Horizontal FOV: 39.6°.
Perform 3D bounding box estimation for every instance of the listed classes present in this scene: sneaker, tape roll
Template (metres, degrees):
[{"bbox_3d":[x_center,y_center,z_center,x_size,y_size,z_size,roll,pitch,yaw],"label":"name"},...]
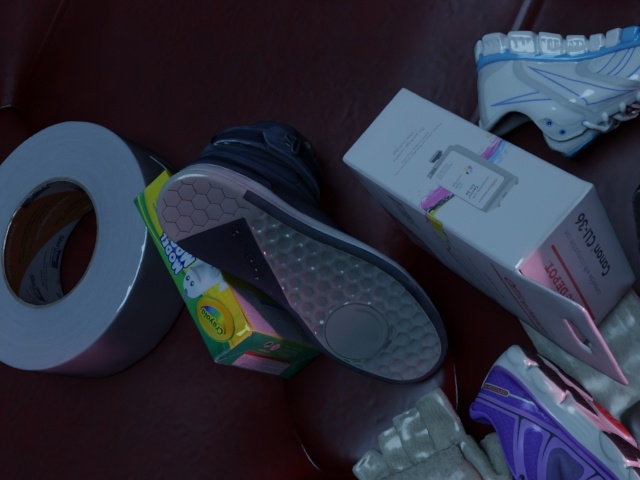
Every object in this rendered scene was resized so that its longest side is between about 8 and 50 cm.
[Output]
[{"bbox_3d":[0.149,0.135,0.502,0.071,0.068,0.170,-55,43,13],"label":"sneaker"},{"bbox_3d":[0.001,-0.002,0.658,0.226,0.163,0.086,37,110,-8],"label":"sneaker"},{"bbox_3d":[0.189,-0.095,0.589,0.190,0.071,0.083,4,85,40],"label":"sneaker"},{"bbox_3d":[-0.215,0.009,0.786,0.219,0.072,0.219,-9,71,28],"label":"tape roll"}]

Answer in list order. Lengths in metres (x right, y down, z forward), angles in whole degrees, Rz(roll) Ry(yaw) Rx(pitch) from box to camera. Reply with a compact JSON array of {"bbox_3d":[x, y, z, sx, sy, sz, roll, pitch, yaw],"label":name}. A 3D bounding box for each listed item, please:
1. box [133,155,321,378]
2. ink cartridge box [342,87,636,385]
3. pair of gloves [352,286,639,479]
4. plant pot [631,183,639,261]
[{"bbox_3d":[-0.076,0.018,0.683,0.043,0.105,0.179,-38,60,15],"label":"box"},{"bbox_3d":[0.117,-0.005,0.547,0.067,0.115,0.198,-48,48,-3],"label":"ink cartridge box"},{"bbox_3d":[0.147,0.148,0.550,0.240,0.042,0.204,-40,54,7],"label":"pair of gloves"},{"bbox_3d":[0.279,-0.012,0.437,0.187,0.188,0.167,14,61,33],"label":"plant pot"}]
